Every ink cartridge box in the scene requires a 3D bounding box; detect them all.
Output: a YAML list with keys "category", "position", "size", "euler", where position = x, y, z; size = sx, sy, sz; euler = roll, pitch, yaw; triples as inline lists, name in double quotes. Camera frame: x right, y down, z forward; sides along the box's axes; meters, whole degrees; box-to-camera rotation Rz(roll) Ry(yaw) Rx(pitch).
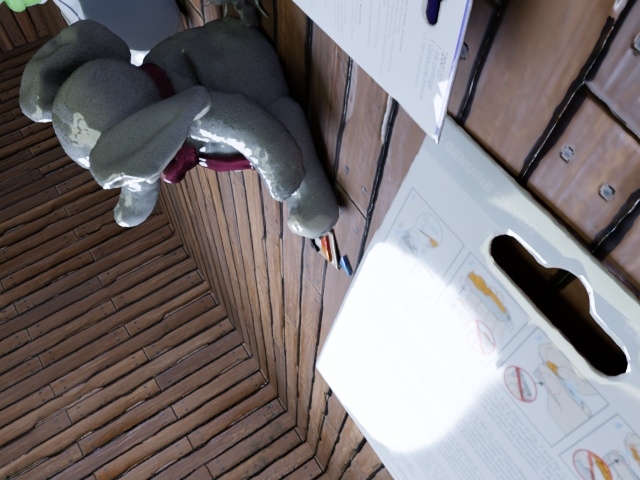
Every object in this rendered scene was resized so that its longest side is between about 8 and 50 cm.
- category: "ink cartridge box"
  position: [0.032, -0.194, 0.344]
  size: [0.208, 0.045, 0.206]
  euler: [53, 161, 26]
- category: "ink cartridge box"
  position: [0.151, 0.122, 0.518]
  size: [0.308, 0.091, 0.385]
  euler: [52, 144, 26]

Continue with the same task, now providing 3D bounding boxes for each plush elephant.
- category: "plush elephant"
  position: [-0.161, -0.124, 0.647]
  size: [0.272, 0.255, 0.330]
  euler: [46, 158, 39]

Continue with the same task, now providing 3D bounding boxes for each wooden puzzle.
- category: "wooden puzzle"
  position: [0.000, 0.000, 0.802]
  size: [0.116, 0.014, 0.078]
  euler: [37, 152, 51]

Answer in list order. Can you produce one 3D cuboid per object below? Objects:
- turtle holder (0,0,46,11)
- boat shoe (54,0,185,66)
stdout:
- category: "turtle holder"
  position: [-0.606, -0.596, 1.199]
  size: [0.243, 0.227, 0.320]
  euler: [64, 163, -13]
- category: "boat shoe"
  position: [-0.321, -0.332, 0.940]
  size: [0.367, 0.136, 0.156]
  euler: [37, 159, 28]
